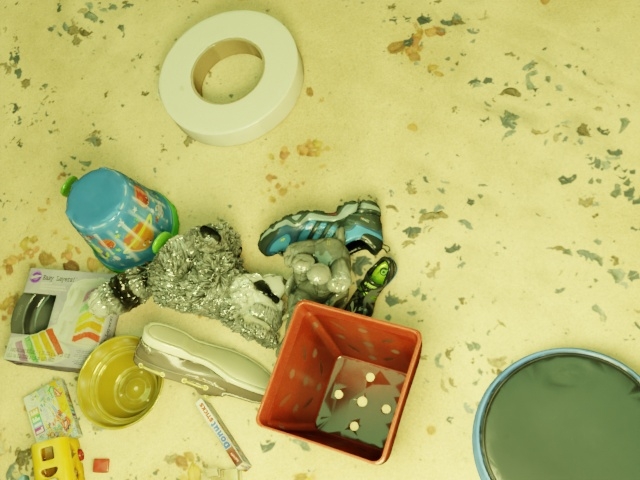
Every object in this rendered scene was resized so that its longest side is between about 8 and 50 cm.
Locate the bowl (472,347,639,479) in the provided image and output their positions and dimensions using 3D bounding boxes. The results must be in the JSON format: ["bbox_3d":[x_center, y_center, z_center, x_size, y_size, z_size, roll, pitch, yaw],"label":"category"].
[{"bbox_3d":[0.495,0.396,1.612,0.391,0.077,0.391,-6,67,13],"label":"bowl"}]

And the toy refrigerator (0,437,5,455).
[{"bbox_3d":[-0.896,0.520,1.941,0.269,0.094,0.102,-29,70,3],"label":"toy refrigerator"}]

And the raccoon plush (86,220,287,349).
[{"bbox_3d":[-0.285,0.168,1.888,0.446,0.216,0.299,-31,72,18],"label":"raccoon plush"}]

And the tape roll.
[{"bbox_3d":[-0.238,-0.432,2.166,0.392,0.072,0.392,-6,67,14],"label":"tape roll"}]

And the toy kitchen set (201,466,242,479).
[{"bbox_3d":[-0.217,0.529,1.758,0.083,0.068,0.075,-10,66,12],"label":"toy kitchen set"}]

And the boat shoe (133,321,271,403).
[{"bbox_3d":[-0.254,0.290,1.813,0.324,0.116,0.096,24,109,-8],"label":"boat shoe"}]

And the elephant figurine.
[{"bbox_3d":[-0.020,0.119,1.807,0.186,0.239,0.169,-6,40,-23],"label":"elephant figurine"}]

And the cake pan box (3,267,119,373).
[{"bbox_3d":[-0.628,0.195,2.015,0.267,0.070,0.245,5,67,17],"label":"cake pan box"}]

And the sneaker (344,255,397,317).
[{"bbox_3d":[0.105,0.113,1.837,0.067,0.078,0.188,30,80,24],"label":"sneaker"}]

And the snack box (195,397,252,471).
[{"bbox_3d":[-0.213,0.427,1.802,0.022,0.064,0.178,-38,63,-4],"label":"snack box"}]

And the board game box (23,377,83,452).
[{"bbox_3d":[-0.635,0.419,1.944,0.103,0.026,0.154,-30,63,2],"label":"board game box"}]

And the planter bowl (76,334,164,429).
[{"bbox_3d":[-0.443,0.334,1.890,0.217,0.090,0.217,-5,67,13],"label":"planter bowl"}]

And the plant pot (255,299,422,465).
[{"bbox_3d":[0.063,0.307,1.680,0.267,0.236,0.267,14,73,20],"label":"plant pot"}]

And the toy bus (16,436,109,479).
[{"bbox_3d":[-0.585,0.539,1.825,0.202,0.104,0.191,26,75,16],"label":"toy bus"}]

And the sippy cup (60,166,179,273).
[{"bbox_3d":[-0.496,-0.059,1.997,0.305,0.224,0.240,-7,66,13],"label":"sippy cup"}]

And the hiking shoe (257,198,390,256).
[{"bbox_3d":[0.000,0.000,1.895,0.304,0.113,0.132,-15,67,11],"label":"hiking shoe"}]
